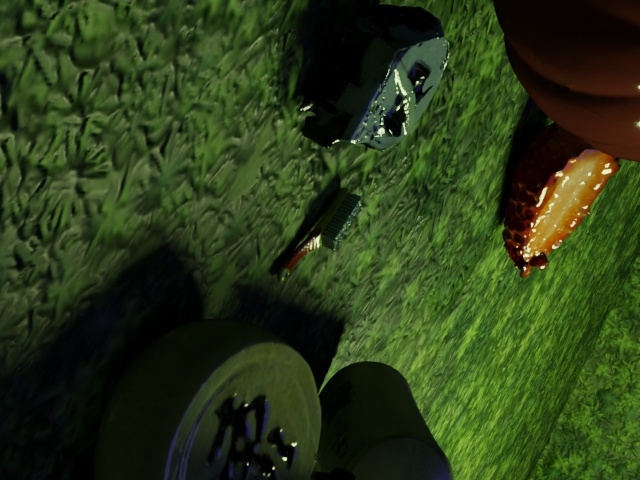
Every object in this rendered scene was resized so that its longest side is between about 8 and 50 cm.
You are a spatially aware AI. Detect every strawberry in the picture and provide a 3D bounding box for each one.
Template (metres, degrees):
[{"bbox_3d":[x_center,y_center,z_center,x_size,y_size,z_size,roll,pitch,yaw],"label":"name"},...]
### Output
[{"bbox_3d":[0.226,-0.050,1.189,0.121,0.082,0.188,-19,146,-35],"label":"strawberry"}]

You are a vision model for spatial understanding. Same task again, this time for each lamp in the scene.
[{"bbox_3d":[0.271,-0.195,0.825,0.303,0.257,0.303,-12,133,-14],"label":"lamp"}]

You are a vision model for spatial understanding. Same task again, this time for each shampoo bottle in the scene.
[{"bbox_3d":[0.043,0.173,0.844,0.234,0.087,0.118,-117,-138,-78],"label":"shampoo bottle"}]

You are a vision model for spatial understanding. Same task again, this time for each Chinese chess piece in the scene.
[{"bbox_3d":[-0.059,0.115,0.650,0.144,0.058,0.144,-17,112,-50],"label":"Chinese chess piece"}]

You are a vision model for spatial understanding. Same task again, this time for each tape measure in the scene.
[{"bbox_3d":[0.035,-0.096,0.681,0.094,0.054,0.091,-13,134,-61],"label":"tape measure"}]

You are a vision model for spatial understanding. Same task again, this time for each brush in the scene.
[{"bbox_3d":[0.000,0.000,0.765,0.083,0.021,0.019,-50,159,-29],"label":"brush"}]

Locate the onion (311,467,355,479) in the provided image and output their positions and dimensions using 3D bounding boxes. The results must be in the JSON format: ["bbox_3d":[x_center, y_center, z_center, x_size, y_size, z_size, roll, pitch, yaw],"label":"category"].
[{"bbox_3d":[-0.060,0.295,0.694,0.280,0.146,0.314,-162,-94,-75],"label":"onion"}]
